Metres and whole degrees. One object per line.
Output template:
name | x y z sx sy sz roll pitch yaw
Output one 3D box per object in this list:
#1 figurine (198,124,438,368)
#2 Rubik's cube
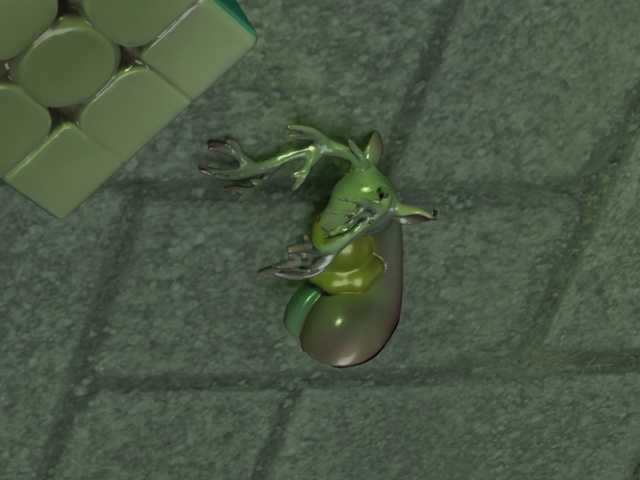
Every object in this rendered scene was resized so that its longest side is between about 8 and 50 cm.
figurine | 0.011 0.006 2.369 0.284 0.206 0.316 -18 131 -27
Rubik's cube | -0.290 -0.257 1.906 0.291 0.290 0.291 -42 135 13
